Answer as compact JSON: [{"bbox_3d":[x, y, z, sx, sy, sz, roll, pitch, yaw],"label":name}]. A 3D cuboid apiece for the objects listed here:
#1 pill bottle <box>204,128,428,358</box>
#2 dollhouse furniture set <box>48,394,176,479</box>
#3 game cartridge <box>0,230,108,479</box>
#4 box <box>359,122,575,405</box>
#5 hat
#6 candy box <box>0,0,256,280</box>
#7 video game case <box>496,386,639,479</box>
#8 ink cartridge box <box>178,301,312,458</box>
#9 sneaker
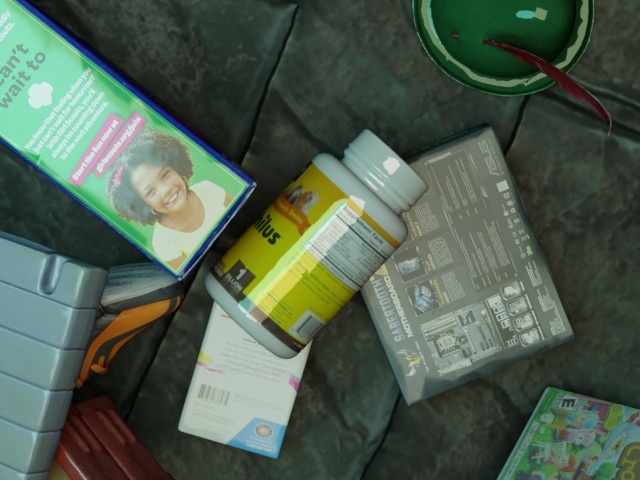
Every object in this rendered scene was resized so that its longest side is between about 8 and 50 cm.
[{"bbox_3d":[0.000,0.000,1.768,0.117,0.117,0.215,43,92,-4],"label":"pill bottle"},{"bbox_3d":[-0.334,0.156,1.744,0.201,0.152,0.374,-42,76,15],"label":"dollhouse furniture set"},{"bbox_3d":[-0.374,0.078,1.649,0.355,0.068,0.230,19,99,19],"label":"game cartridge"},{"bbox_3d":[0.125,0.023,1.861,0.183,0.059,0.232,-23,95,2],"label":"box"},{"bbox_3d":[0.195,-0.218,1.777,0.209,0.183,0.173,21,94,-2],"label":"hat"},{"bbox_3d":[-0.215,-0.107,1.741,0.317,0.268,0.122,37,90,-4],"label":"candy box"},{"bbox_3d":[0.258,0.247,1.797,0.193,0.023,0.212,13,56,34],"label":"video game case"},{"bbox_3d":[-0.067,0.112,1.865,0.104,0.061,0.181,17,95,-2],"label":"ink cartridge box"},{"bbox_3d":[-0.259,0.145,1.849,0.321,0.124,0.180,-22,99,12],"label":"sneaker"}]
